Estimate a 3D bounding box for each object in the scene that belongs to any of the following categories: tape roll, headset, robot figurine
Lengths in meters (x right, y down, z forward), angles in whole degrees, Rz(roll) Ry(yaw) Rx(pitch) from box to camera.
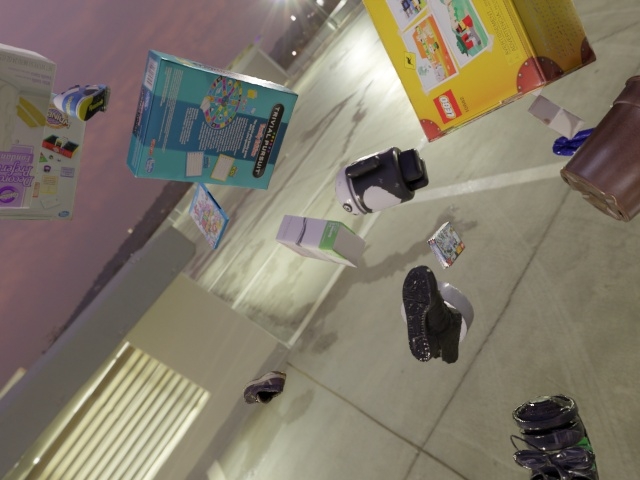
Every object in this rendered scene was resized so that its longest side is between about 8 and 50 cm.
[{"bbox_3d":[0.370,0.231,1.544,0.219,0.219,0.072,-32,13,49],"label":"tape roll"},{"bbox_3d":[0.495,0.426,0.962,0.185,0.394,0.243,-24,58,36],"label":"headset"},{"bbox_3d":[0.179,-0.175,1.463,0.278,0.209,0.173,-18,23,24],"label":"robot figurine"}]

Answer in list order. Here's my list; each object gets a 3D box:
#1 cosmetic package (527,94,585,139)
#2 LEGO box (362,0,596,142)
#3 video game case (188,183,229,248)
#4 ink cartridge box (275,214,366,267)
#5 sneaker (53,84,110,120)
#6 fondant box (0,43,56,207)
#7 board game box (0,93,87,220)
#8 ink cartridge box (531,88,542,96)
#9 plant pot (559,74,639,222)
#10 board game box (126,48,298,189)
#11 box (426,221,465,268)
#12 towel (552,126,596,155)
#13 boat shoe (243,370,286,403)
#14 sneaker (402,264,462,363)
[{"bbox_3d":[0.456,-0.241,0.943,0.041,0.060,0.115,-60,11,26],"label":"cosmetic package"},{"bbox_3d":[0.318,-0.532,1.109,0.193,0.499,0.372,-29,6,-25],"label":"LEGO box"},{"bbox_3d":[-0.330,-0.073,1.419,0.015,0.166,0.119,-10,-39,-43],"label":"video game case"},{"bbox_3d":[0.000,0.000,1.825,0.273,0.198,0.114,10,75,36],"label":"ink cartridge box"},{"bbox_3d":[-0.431,-0.261,0.888,0.144,0.059,0.053,-87,13,-67],"label":"sneaker"},{"bbox_3d":[-0.691,-0.230,0.962,0.238,0.096,0.330,-6,-58,-56],"label":"fondant box"},{"bbox_3d":[-0.706,-0.209,1.176,0.242,0.064,0.316,-1,-74,-63],"label":"board game box"},{"bbox_3d":[0.569,-0.461,1.331,0.135,0.056,0.099,-104,34,-60],"label":"ink cartridge box"},{"bbox_3d":[0.468,-0.127,0.725,0.165,0.167,0.167,-49,16,12],"label":"plant pot"},{"bbox_3d":[-0.242,-0.257,1.107,0.079,0.336,0.253,43,120,41],"label":"board game box"},{"bbox_3d":[0.366,0.012,1.404,0.027,0.093,0.137,-29,6,41],"label":"box"},{"bbox_3d":[0.767,-0.263,1.237,0.308,0.076,0.228,-15,4,-38],"label":"towel"},{"bbox_3d":[-0.128,0.332,1.061,0.152,0.056,0.049,-46,29,40],"label":"boat shoe"},{"bbox_3d":[0.166,0.108,0.697,0.089,0.170,0.051,-17,19,-39],"label":"sneaker"}]
